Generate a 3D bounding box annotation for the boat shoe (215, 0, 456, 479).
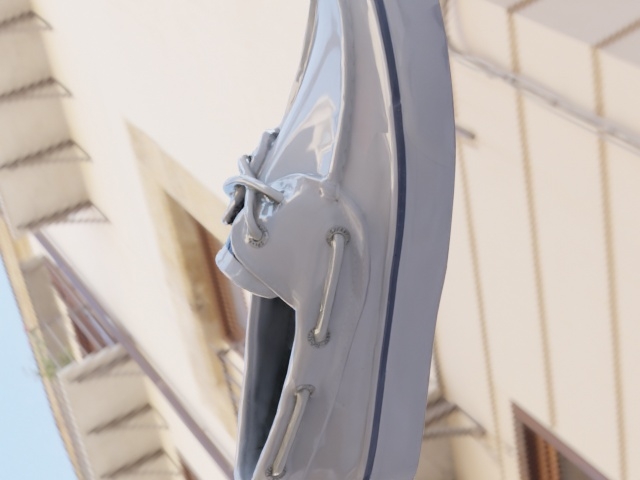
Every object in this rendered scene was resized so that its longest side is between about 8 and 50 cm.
[{"bbox_3d":[0.000,0.000,0.558,0.084,0.095,0.258,-5,-68,-15],"label":"boat shoe"}]
